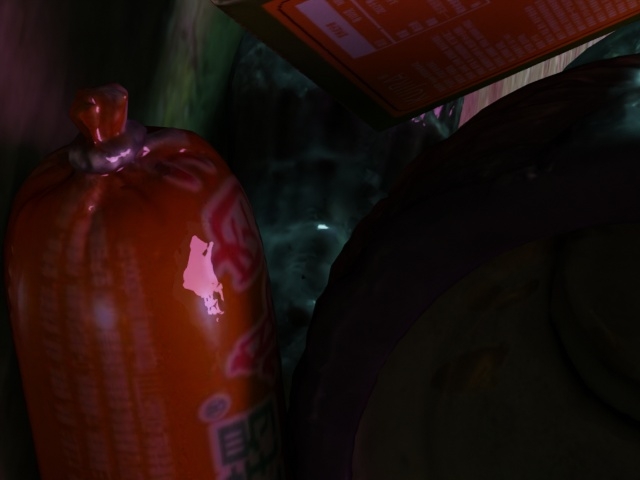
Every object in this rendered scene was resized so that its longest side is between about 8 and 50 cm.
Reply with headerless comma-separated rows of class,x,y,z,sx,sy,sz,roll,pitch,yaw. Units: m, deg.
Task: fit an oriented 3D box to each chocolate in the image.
chocolate,0.000,0.000,0.791,0.110,0.110,0.248,42,59,-70

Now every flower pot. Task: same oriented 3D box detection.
flower pot,0.144,0.038,0.704,0.267,0.266,0.266,-54,147,-61

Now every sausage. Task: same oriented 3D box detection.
sausage,-0.053,0.081,0.673,0.093,0.093,0.312,-61,153,-51

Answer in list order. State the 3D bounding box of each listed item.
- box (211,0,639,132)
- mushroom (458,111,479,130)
box,0.022,-0.155,0.644,0.177,0.148,0.195,69,12,13
mushroom,0.161,0.084,1.000,0.334,0.356,0.331,-42,130,0
